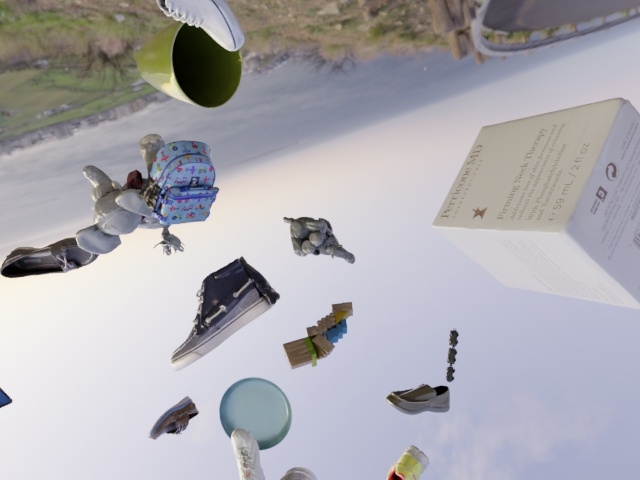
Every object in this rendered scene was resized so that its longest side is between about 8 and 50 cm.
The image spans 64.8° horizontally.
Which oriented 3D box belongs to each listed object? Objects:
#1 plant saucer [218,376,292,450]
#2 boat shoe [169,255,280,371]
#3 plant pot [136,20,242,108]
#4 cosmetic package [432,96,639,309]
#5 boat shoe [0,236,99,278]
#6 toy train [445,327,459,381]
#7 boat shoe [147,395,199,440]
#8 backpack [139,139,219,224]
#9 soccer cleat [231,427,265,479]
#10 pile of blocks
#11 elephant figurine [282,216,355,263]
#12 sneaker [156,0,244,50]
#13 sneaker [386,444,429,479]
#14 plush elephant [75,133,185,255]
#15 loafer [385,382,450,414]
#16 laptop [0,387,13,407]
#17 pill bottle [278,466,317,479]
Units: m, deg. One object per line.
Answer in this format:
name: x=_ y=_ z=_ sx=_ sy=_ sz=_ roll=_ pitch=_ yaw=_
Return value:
plant saucer: x=-0.273 y=0.730 z=2.142 sx=0.317 sy=0.318 sz=0.043 roll=-18 pitch=-179 yaw=7
boat shoe: x=-0.275 y=0.180 z=1.280 sx=0.340 sy=0.158 sz=0.127 roll=-36 pitch=179 yaw=7
plant pot: x=-0.449 y=-0.572 z=1.618 sx=0.293 sy=0.275 sz=0.274 roll=15 pitch=-150 yaw=37
cosmetic package: x=0.558 y=-0.077 z=1.200 sx=0.330 sy=0.327 sz=0.393 roll=-61 pitch=-156 yaw=-11
boat shoe: x=-0.854 y=0.067 z=1.593 sx=0.334 sy=0.112 sz=0.096 roll=-7 pitch=-145 yaw=14
toy train: x=0.388 y=0.338 z=1.489 sx=0.027 sy=0.158 sz=0.036 roll=10 pitch=161 yaw=6
boat shoe: x=-0.384 y=0.481 z=1.346 sx=0.066 sy=0.066 sz=0.183 roll=-55 pitch=171 yaw=21
backpack: x=-0.307 y=-0.136 z=1.145 sx=0.158 sy=0.117 sz=0.173 roll=-5 pitch=137 yaw=-45
soccer cleat: x=-0.195 y=0.603 z=1.361 sx=0.068 sy=0.196 sz=0.076 roll=-13 pitch=-167 yaw=14
pile of blocks: x=0.013 y=0.385 z=1.932 sx=0.362 sy=0.113 sz=0.149 roll=-36 pitch=-126 yaw=-28
elephant figurine: x=0.000 y=0.000 z=1.903 sx=0.169 sy=0.186 sz=0.239 roll=-14 pitch=164 yaw=32
sneaker: x=-0.259 y=-0.455 z=0.959 sx=0.091 sy=0.258 sz=0.094 roll=-54 pitch=-154 yaw=-18
sneaker: x=0.187 y=0.575 z=1.201 sx=0.081 sy=0.209 sz=0.094 roll=30 pitch=-137 yaw=27
plush elephant: x=-0.510 y=-0.101 z=1.316 sx=0.271 sy=0.330 sz=0.255 roll=-34 pitch=170 yaw=12
loafer: x=0.313 y=0.490 z=1.596 sx=0.251 sy=0.088 sz=0.094 roll=10 pitch=-173 yaw=-33
laptop: x=-0.894 y=0.318 z=1.298 sx=0.264 sy=0.234 sz=0.136 roll=-47 pitch=178 yaw=32
pill bottle: x=-0.077 y=0.819 z=1.560 sx=0.160 sy=0.161 sz=0.283 roll=-19 pitch=174 yaw=1
